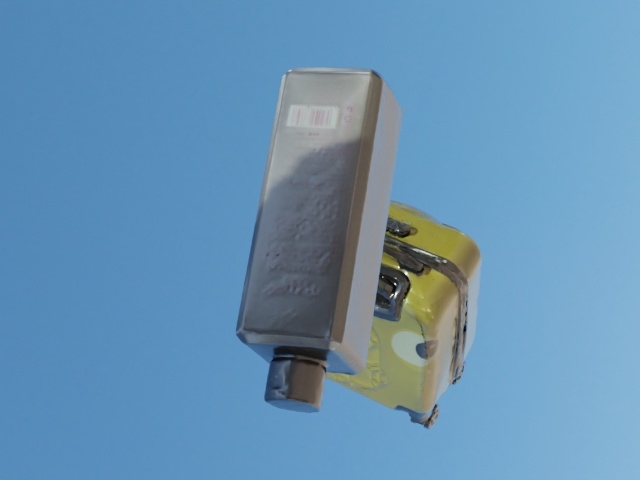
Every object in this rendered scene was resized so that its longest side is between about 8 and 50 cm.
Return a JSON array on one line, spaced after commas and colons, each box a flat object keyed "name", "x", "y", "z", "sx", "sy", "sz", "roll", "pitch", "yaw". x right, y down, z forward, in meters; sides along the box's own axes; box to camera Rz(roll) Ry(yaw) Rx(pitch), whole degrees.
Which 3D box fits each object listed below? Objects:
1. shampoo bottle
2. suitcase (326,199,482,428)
[{"name": "shampoo bottle", "x": 0.000, "y": 0.000, "z": 0.968, "sx": 0.079, "sy": 0.080, "sz": 0.246, "roll": 49, "pitch": -132, "yaw": -63}, {"name": "suitcase", "x": 0.065, "y": 0.061, "z": 1.397, "sx": 0.143, "sy": 0.194, "sz": 0.234, "roll": -53, "pitch": -24, "yaw": -34}]
